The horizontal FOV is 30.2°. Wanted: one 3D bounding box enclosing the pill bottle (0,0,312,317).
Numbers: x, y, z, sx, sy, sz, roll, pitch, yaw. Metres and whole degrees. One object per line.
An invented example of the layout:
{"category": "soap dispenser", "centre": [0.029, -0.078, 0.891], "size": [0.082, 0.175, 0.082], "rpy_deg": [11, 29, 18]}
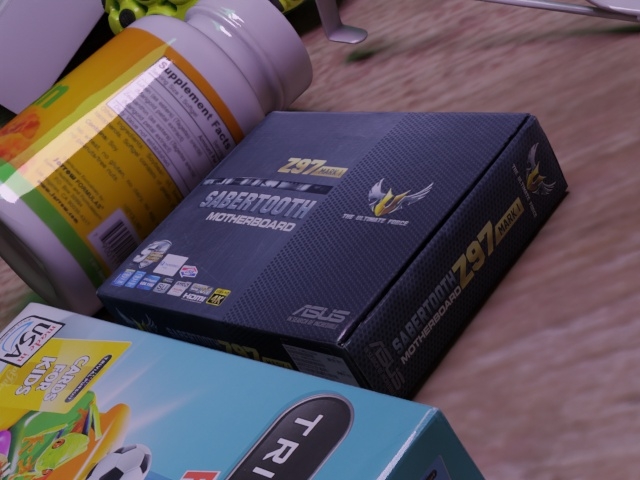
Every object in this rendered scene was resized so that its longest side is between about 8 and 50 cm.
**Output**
{"category": "pill bottle", "centre": [-0.124, -0.072, 0.841], "size": [0.246, 0.136, 0.136], "rpy_deg": [-44, 32, -20]}

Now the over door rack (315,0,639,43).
{"category": "over door rack", "centre": [0.163, -0.254, 0.857], "size": [0.324, 0.108, 0.239], "rpy_deg": [6, 46, 42]}

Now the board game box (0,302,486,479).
{"category": "board game box", "centre": [-0.121, 0.161, 0.554], "size": [0.336, 0.079, 0.254], "rpy_deg": [7, 48, 48]}

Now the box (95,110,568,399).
{"category": "box", "centre": [0.000, 0.000, 0.698], "size": [0.233, 0.059, 0.183], "rpy_deg": [9, 48, 48]}

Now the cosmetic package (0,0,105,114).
{"category": "cosmetic package", "centre": [-0.313, -0.318, 1.335], "size": [0.284, 0.097, 0.377], "rpy_deg": [-55, 30, 6]}

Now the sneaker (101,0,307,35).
{"category": "sneaker", "centre": [-0.090, -0.231, 1.104], "size": [0.295, 0.109, 0.123], "rpy_deg": [-5, 17, 41]}
